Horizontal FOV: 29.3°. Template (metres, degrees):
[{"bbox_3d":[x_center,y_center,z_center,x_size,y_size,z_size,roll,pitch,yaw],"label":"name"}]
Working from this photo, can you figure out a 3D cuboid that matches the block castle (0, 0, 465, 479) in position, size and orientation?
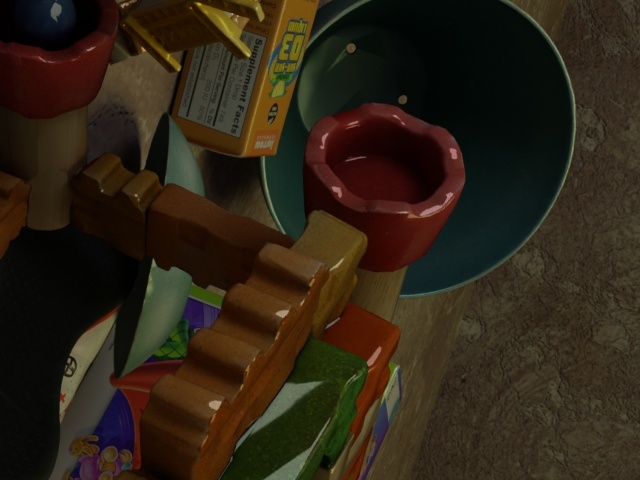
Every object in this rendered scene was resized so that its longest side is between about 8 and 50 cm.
[{"bbox_3d":[-0.140,0.060,0.555,0.453,0.303,0.213,-55,164,-43],"label":"block castle"}]

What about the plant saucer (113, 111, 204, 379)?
[{"bbox_3d":[-0.113,0.006,0.881,0.195,0.037,0.195,-170,-90,-77],"label":"plant saucer"}]

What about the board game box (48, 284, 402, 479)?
[{"bbox_3d":[-0.109,0.218,0.960,0.078,0.233,0.347,79,34,-62],"label":"board game box"}]

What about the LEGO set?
[{"bbox_3d":[-0.065,-0.184,0.697,0.107,0.132,0.287,-58,175,-20],"label":"LEGO set"}]

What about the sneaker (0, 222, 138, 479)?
[{"bbox_3d":[-0.205,0.092,0.786,0.145,0.090,0.270,-48,-160,33],"label":"sneaker"}]

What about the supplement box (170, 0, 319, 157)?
[{"bbox_3d":[-0.048,-0.184,0.966,0.078,0.080,0.233,-18,129,-67],"label":"supplement box"}]

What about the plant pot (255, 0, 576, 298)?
[{"bbox_3d":[0.065,-0.117,1.150,0.195,0.290,0.290,-124,-136,-63],"label":"plant pot"}]
